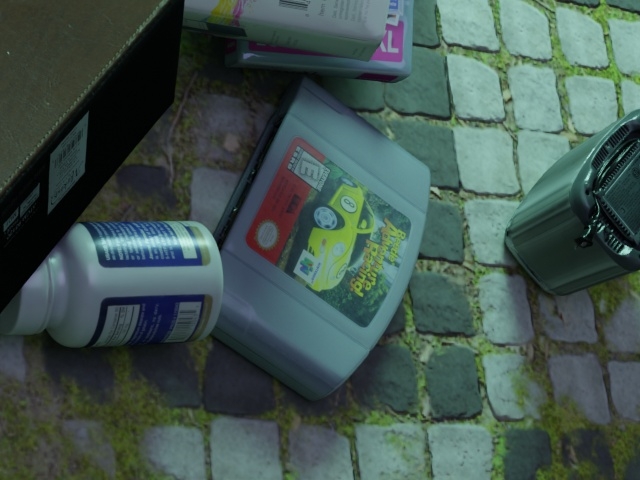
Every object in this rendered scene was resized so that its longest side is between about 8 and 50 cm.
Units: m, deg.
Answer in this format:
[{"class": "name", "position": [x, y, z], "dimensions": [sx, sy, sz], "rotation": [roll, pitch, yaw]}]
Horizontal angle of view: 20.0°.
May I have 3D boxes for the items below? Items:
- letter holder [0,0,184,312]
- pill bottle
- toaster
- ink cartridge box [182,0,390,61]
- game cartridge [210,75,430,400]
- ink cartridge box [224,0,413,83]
[{"class": "letter holder", "position": [-0.284, -0.121, 1.541], "dimensions": [0.214, 0.152, 0.302], "rotation": [26, 52, 11]}, {"class": "pill bottle", "position": [-0.191, 0.038, 1.612], "dimensions": [0.187, 0.112, 0.112], "rotation": [0, 73, -30]}, {"class": "toaster", "position": [0.297, -0.031, 1.938], "dimensions": [0.129, 0.146, 0.227], "rotation": [48, 53, -8]}, {"class": "ink cartridge box", "position": [-0.104, -0.304, 1.718], "dimensions": [0.353, 0.119, 0.207], "rotation": [10, 86, -5]}, {"class": "game cartridge", "position": [0.000, 0.000, 1.793], "dimensions": [0.196, 0.060, 0.294], "rotation": [37, 56, -21]}, {"class": "ink cartridge box", "position": [0.004, -0.322, 1.834], "dimensions": [0.186, 0.065, 0.311], "rotation": [3, 86, -18]}]
